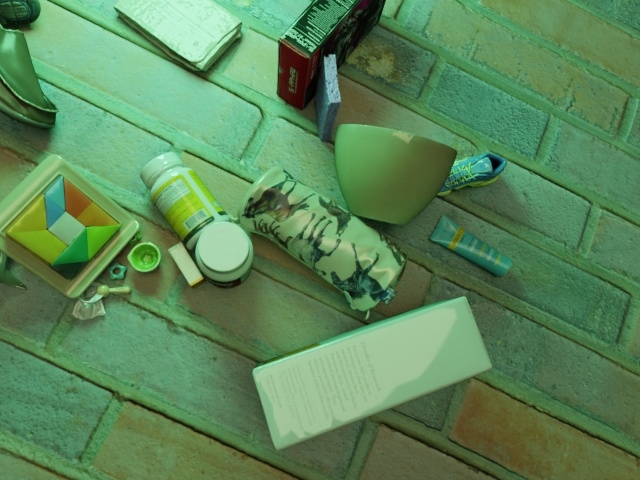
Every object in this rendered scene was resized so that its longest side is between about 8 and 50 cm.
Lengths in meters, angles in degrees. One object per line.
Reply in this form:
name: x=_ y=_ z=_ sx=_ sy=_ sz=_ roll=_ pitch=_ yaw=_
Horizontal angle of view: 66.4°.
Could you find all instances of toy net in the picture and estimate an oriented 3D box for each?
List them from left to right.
toy net: x=-0.473 y=0.077 z=1.098 sx=0.232 sy=0.045 sz=0.122 roll=-44 pitch=88 yaw=-14

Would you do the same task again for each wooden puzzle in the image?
wooden puzzle: x=-0.544 y=-0.027 z=1.037 sx=0.239 sy=0.044 sz=0.221 roll=45 pitch=71 yaw=-25

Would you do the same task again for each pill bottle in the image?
pill bottle: x=-0.311 y=-0.091 z=1.121 sx=0.119 sy=0.119 sz=0.209 roll=-36 pitch=86 yaw=-14
pill bottle: x=-0.206 y=0.034 z=1.058 sx=0.121 sy=0.221 sz=0.121 roll=2 pitch=78 yaw=-8

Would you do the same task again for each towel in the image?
towel: x=-0.357 y=-0.568 z=1.252 sx=0.282 sy=0.049 sz=0.187 roll=38 pitch=74 yaw=1

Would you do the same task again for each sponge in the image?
sponge: x=0.015 y=-0.336 z=1.177 sx=0.031 sy=0.210 sz=0.117 roll=-6 pitch=78 yaw=-8

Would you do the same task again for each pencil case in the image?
pencil case: x=0.000 y=0.000 z=1.130 sx=0.410 sy=0.160 sz=0.184 roll=34 pitch=72 yaw=-1

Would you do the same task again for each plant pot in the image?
plant pot: x=0.155 y=-0.141 z=1.145 sx=0.283 sy=0.284 sz=0.191 roll=13 pitch=95 yaw=-6

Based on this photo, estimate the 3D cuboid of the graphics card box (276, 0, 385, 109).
graphics card box: x=0.037 y=-0.526 z=1.209 sx=0.094 sy=0.233 sz=0.371 roll=35 pitch=74 yaw=4

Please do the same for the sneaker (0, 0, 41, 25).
sneaker: x=-0.824 y=-0.580 z=1.166 sx=0.296 sy=0.111 sz=0.130 roll=-6 pitch=62 yaw=-13

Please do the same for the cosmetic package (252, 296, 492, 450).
cosmetic package: x=0.095 y=0.270 z=1.044 sx=0.452 sy=0.230 sz=0.162 roll=-17 pitch=81 yaw=-10

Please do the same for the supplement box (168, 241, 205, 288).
supplement box: x=-0.305 y=0.058 z=1.120 sx=0.036 sy=0.062 sz=0.099 roll=-32 pitch=86 yaw=-13

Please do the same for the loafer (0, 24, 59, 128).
loafer: x=-0.711 y=-0.412 z=1.080 sx=0.130 sy=0.134 sz=0.366 roll=-36 pitch=100 yaw=10

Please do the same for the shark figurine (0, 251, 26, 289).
shark figurine: x=-0.636 y=-0.030 z=1.063 sx=0.166 sy=0.116 sz=0.278 roll=44 pitch=74 yaw=3

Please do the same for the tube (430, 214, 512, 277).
tube: x=0.385 y=0.018 z=1.249 sx=0.207 sy=0.052 sz=0.080 roll=32 pitch=64 yaw=4

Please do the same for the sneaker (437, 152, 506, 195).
sneaker: x=0.360 y=-0.180 z=1.241 sx=0.239 sy=0.126 sz=0.091 roll=-13 pitch=80 yaw=-12
